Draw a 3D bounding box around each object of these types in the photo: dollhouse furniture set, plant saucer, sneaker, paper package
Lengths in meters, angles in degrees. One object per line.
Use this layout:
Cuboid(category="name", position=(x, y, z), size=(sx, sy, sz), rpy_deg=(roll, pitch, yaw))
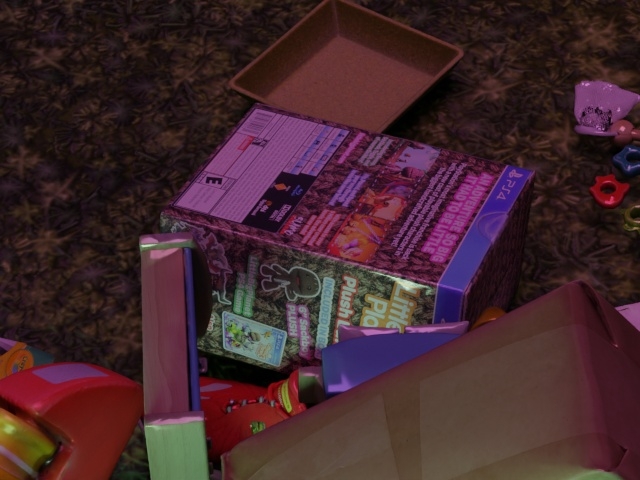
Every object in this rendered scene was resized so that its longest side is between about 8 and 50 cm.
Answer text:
Cuboid(category="dollhouse furniture set", position=(0.008, 0.137, 1.664), size=(0.303, 0.286, 0.198), rpy_deg=(-3, 49, -2))
Cuboid(category="plant saucer", position=(0.030, -0.171, 2.149), size=(0.188, 0.045, 0.188), rpy_deg=(27, 53, 29))
Cuboid(category="sneaker", position=(-0.032, 0.155, 1.778), size=(0.279, 0.118, 0.107), rpy_deg=(10, 46, 15))
Cuboid(category="paper package", position=(0.146, 0.221, 1.490), size=(0.325, 0.309, 0.168), rpy_deg=(-28, 44, 26))

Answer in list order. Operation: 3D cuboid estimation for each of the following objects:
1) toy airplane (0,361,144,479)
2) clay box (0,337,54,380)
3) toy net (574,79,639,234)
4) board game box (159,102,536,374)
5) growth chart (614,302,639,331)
Cuboid(category="toy airplane", position=(-0.345, 0.248, 1.609), size=(0.386, 0.272, 0.384), rpy_deg=(-15, 33, 15))
Cuboid(category="clay box", position=(-0.372, 0.141, 1.877), size=(0.222, 0.053, 0.127), rpy_deg=(13, 48, 17))
Cuboid(category="toy net", position=(0.312, -0.079, 2.030), size=(0.122, 0.045, 0.232), rpy_deg=(-22, 45, -12))
Cuboid(category="board game box", position=(0.025, 0.012, 1.844), size=(0.291, 0.141, 0.232), rpy_deg=(15, 34, 15))
Cuboid(category="growth chart", position=(0.275, 0.122, 1.847), size=(0.237, 0.021, 0.172), rpy_deg=(-8, 45, -2))
